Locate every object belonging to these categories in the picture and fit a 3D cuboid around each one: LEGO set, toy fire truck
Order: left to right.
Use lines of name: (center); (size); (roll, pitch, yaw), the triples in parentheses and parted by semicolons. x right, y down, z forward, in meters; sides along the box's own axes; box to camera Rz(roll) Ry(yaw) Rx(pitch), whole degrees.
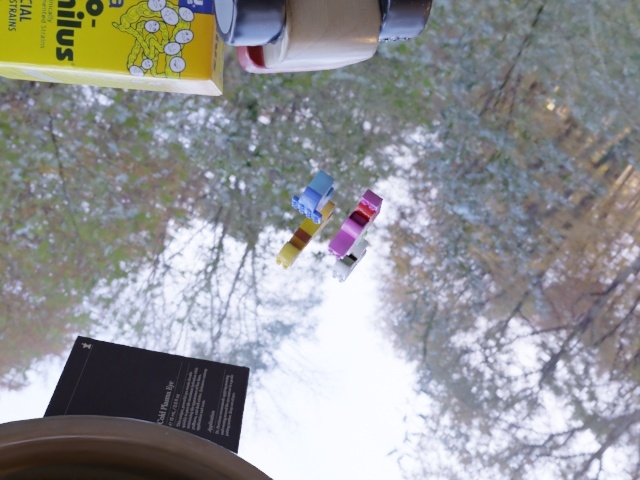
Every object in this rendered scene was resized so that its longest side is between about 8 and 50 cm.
toy fire truck: (-0.019, -0.222, 0.499); (0.158, 0.217, 0.246); (-9, -172, -19)
LEGO set: (0.000, 0.000, 0.822); (0.087, 0.093, 0.227); (36, 168, 9)

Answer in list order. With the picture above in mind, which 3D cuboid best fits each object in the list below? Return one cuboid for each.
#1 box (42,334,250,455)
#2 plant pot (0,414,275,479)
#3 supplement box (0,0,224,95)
box: (-0.299, 0.359, 1.202); (0.312, 0.179, 0.343); (13, -145, -7)
plant pot: (-0.164, 0.276, 0.353); (0.323, 0.280, 0.323); (19, -125, -30)
supplement box: (-0.315, -0.322, 1.023); (0.356, 0.194, 0.195); (4, -174, -4)
